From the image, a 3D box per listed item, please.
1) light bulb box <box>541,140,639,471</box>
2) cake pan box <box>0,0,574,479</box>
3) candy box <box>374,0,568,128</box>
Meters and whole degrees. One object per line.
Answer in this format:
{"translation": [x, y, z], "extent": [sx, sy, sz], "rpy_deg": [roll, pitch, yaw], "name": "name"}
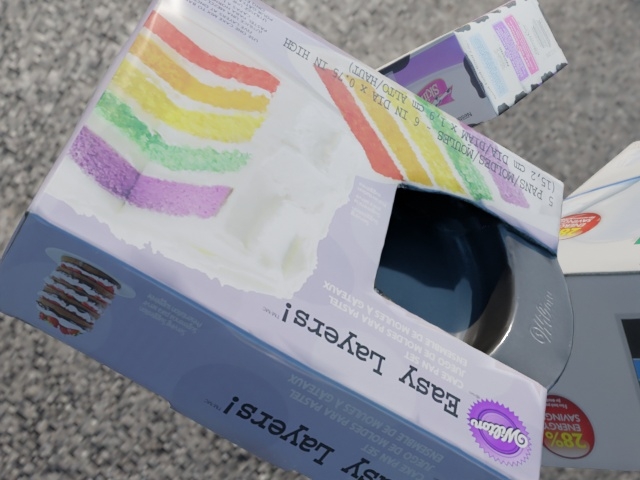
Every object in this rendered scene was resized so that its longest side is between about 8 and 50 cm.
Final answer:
{"translation": [0.411, 0.049, 1.350], "extent": [0.361, 0.358, 0.225], "rpy_deg": [-35, 112, -43], "name": "light bulb box"}
{"translation": [0.000, 0.000, 0.667], "extent": [0.267, 0.070, 0.245], "rpy_deg": [31, 40, -9], "name": "cake pan box"}
{"translation": [0.083, -0.114, 1.041], "extent": [0.070, 0.165, 0.196], "rpy_deg": [62, 30, -5], "name": "candy box"}
